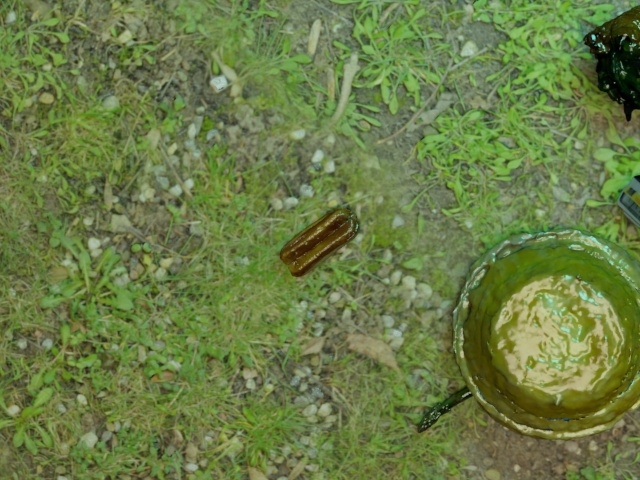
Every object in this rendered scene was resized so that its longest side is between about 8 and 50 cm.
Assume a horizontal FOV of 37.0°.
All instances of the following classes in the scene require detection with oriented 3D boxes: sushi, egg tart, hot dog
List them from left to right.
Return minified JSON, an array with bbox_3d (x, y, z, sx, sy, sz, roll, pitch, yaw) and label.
[{"bbox_3d":[0.000,0.000,1.755,0.165,0.045,0.071,-37,91,13],"label":"hot dog"},{"bbox_3d":[0.413,0.166,1.652,0.388,0.169,0.388,0,90,12],"label":"egg tart"},{"bbox_3d":[0.544,-0.272,1.578,0.287,0.149,0.140,40,73,-23],"label":"sushi"}]

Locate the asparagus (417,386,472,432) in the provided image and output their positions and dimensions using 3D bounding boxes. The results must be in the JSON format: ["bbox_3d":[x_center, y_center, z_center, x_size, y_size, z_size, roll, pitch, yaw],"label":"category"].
[{"bbox_3d":[0.274,0.288,1.774,0.236,0.027,0.034,-32,83,12],"label":"asparagus"}]

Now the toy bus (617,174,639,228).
[{"bbox_3d":[0.581,-0.033,1.620,0.072,0.057,0.172,-50,60,16],"label":"toy bus"}]
